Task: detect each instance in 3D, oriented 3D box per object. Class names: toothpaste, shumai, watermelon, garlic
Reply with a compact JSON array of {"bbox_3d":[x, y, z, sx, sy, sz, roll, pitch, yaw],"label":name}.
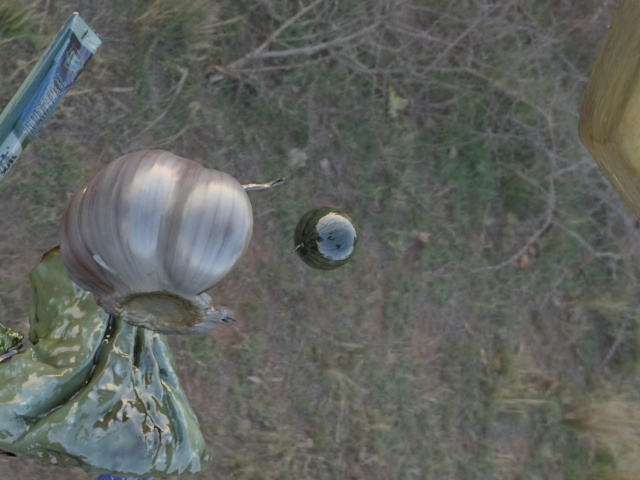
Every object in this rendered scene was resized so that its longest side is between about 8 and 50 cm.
[{"bbox_3d":[-0.478,-0.185,1.268,0.392,0.061,0.099,-56,165,-6],"label":"toothpaste"},{"bbox_3d":[-0.255,0.135,0.990,0.304,0.309,0.263,15,83,-12],"label":"shumai"},{"bbox_3d":[0.000,0.000,1.278,0.133,0.105,0.105,-20,99,-45],"label":"watermelon"},{"bbox_3d":[-0.137,0.008,0.862,0.256,0.207,0.207,-5,88,-50],"label":"garlic"}]

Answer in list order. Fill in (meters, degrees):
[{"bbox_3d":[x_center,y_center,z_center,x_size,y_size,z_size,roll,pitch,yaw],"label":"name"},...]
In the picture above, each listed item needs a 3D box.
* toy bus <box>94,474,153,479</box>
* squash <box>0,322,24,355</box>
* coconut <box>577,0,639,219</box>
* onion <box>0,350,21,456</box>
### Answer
[{"bbox_3d":[-0.374,0.456,1.447,0.079,0.236,0.094,39,14,3],"label":"toy bus"},{"bbox_3d":[-0.458,0.130,1.062,0.105,0.132,0.105,38,42,-43],"label":"squash"},{"bbox_3d":[0.299,-0.107,0.547,0.237,0.237,0.197,16,35,-43],"label":"coconut"},{"bbox_3d":[-0.579,0.263,1.426,0.272,0.272,0.195,23,96,-41],"label":"onion"}]
